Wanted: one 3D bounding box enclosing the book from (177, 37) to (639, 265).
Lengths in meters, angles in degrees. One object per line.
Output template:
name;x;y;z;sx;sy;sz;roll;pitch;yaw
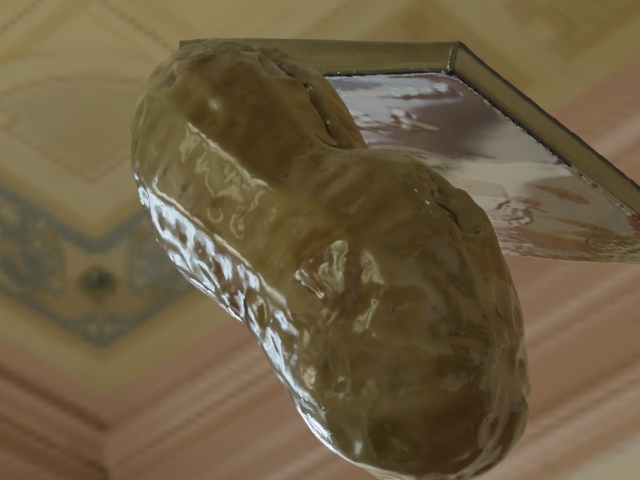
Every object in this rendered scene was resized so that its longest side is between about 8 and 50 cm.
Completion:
book;0.112;-0.070;1.645;0.300;0.039;0.428;5;-17;41

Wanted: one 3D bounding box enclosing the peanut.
peanut;0.000;0.000;0.920;0.130;0.290;0.130;-25;-41;-24
